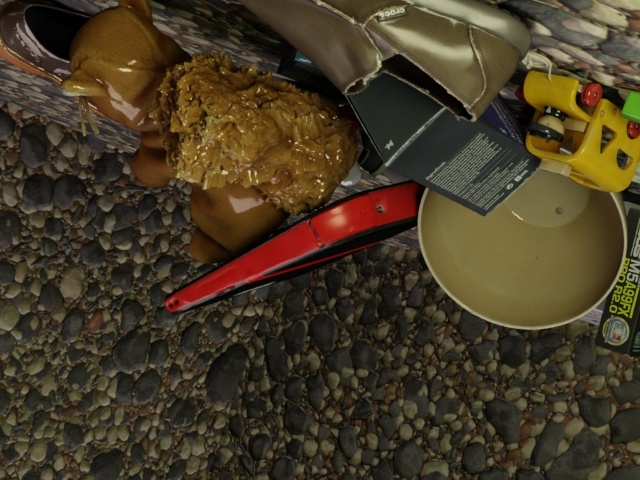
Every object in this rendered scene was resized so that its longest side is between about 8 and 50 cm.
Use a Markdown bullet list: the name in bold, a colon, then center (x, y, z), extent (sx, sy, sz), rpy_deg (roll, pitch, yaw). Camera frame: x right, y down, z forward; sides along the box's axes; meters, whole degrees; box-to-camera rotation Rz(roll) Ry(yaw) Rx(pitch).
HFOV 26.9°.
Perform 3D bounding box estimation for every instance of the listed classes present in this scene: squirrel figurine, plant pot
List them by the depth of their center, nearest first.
- **squirrel figurine**: center (-0.157, -0.179, 1.813), extent (0.370, 0.281, 0.397), rpy_deg (42, 164, -23)
- **plant pot**: center (0.297, -0.046, 1.871), extent (0.284, 0.284, 0.191), rpy_deg (17, -150, 12)

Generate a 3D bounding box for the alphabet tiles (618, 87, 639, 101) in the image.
- **alphabet tiles**: center (0.482, -0.123, 1.563), extent (0.237, 0.009, 0.198), rpy_deg (15, 174, 26)

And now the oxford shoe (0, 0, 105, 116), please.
- **oxford shoe**: center (-0.354, -0.285, 2.171), extent (0.364, 0.130, 0.133), rpy_deg (20, 167, -31)

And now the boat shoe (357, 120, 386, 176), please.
- **boat shoe**: center (0.089, -0.165, 1.795), extent (0.069, 0.081, 0.227), rpy_deg (23, 147, -7)

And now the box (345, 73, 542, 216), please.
- **box**: center (0.147, -0.141, 1.613), extent (0.207, 0.108, 0.153), rpy_deg (23, -149, -45)

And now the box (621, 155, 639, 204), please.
- **box**: center (0.520, -0.063, 1.884), extent (0.191, 0.045, 0.184), rpy_deg (17, 174, 16)

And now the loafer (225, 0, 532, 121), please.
- **loafer**: center (0.033, -0.221, 1.387), extent (0.366, 0.130, 0.134), rpy_deg (18, 175, 1)

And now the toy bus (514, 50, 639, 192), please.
- **toy bus**: center (0.296, -0.126, 1.575), extent (0.202, 0.104, 0.191), rpy_deg (21, 177, 2)

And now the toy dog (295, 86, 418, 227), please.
- **toy dog**: center (0.085, -0.122, 2.133), extent (0.334, 0.161, 0.220), rpy_deg (16, 174, 22)

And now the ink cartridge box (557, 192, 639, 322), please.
- **ink cartridge box**: center (0.443, 0.024, 2.237), extent (0.198, 0.197, 0.270), rpy_deg (17, 175, 5)

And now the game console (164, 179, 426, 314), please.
- **game console**: center (0.000, 0.000, 1.933), extent (0.342, 0.060, 0.386), rpy_deg (-24, 176, 30)

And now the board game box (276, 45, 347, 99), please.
- **board game box**: center (0.048, -0.224, 1.872), extent (0.201, 0.035, 0.136), rpy_deg (19, 175, -12)

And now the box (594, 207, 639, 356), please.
- **box**: center (0.528, 0.069, 2.055), extent (0.060, 0.216, 0.270), rpy_deg (18, -174, 36)
